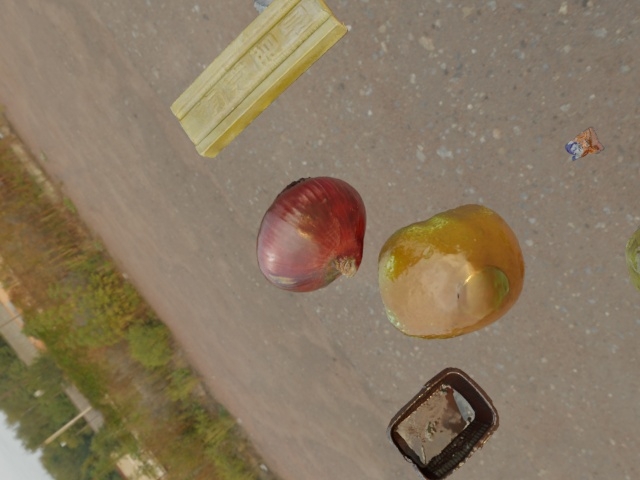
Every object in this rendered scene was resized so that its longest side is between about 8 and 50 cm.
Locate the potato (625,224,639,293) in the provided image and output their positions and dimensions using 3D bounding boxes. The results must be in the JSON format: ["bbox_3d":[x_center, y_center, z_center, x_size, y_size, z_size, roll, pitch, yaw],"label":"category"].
[{"bbox_3d":[1.001,0.083,1.449,0.246,0.196,0.300,-14,106,42],"label":"potato"}]

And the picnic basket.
[{"bbox_3d":[0.340,0.522,1.448,0.222,0.297,0.129,48,167,15],"label":"picnic basket"}]

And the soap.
[{"bbox_3d":[-0.086,-0.225,0.674,0.092,0.252,0.037,54,-164,15],"label":"soap"}]

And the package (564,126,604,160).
[{"bbox_3d":[0.779,-0.279,1.508,0.110,0.033,0.077,-38,61,56],"label":"package"}]

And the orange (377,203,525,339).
[{"bbox_3d":[0.283,0.068,1.069,0.196,0.334,0.263,-178,72,-82],"label":"orange"}]

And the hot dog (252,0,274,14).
[{"bbox_3d":[-0.084,-0.571,1.028,0.131,0.069,0.253,7,92,23],"label":"hot dog"}]

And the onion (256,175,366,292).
[{"bbox_3d":[-0.008,-0.008,0.947,0.161,0.248,0.248,13,134,36],"label":"onion"}]
